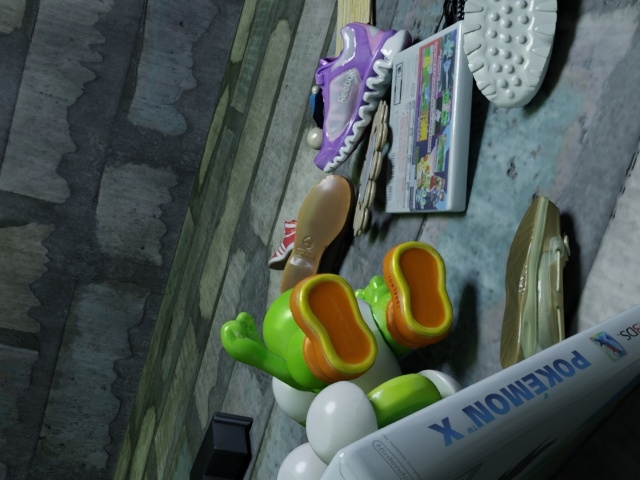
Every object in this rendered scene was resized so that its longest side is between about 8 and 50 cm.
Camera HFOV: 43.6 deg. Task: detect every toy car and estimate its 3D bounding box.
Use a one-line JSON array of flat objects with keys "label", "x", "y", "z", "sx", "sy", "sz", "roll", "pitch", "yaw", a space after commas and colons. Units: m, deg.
[{"label": "toy car", "x": 0.063, "y": 0.205, "z": 0.701, "sx": 0.136, "sy": 0.159, "sz": 0.182, "roll": 52, "pitch": 129, "yaw": 41}]

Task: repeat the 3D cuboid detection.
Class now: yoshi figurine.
[{"label": "yoshi figurine", "x": 0.005, "y": 0.099, "z": 0.900, "sx": 0.203, "sy": 0.204, "sz": 0.362, "roll": -63, "pitch": 2, "yaw": -27}]

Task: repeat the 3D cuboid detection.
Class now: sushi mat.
[{"label": "sushi mat", "x": 0.061, "y": -0.442, "z": 1.413, "sx": 0.151, "sy": 0.019, "sz": 0.316, "roll": 131, "pitch": 148, "yaw": -53}]

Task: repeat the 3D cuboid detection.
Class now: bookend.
[{"label": "bookend", "x": -0.168, "y": 0.408, "z": 1.377, "sx": 0.156, "sy": 0.072, "sz": 0.157, "roll": -110, "pitch": 38, "yaw": -59}]

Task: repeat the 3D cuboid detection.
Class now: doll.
[{"label": "doll", "x": 0.027, "y": -0.229, "z": 1.256, "sx": 0.129, "sy": 0.046, "sz": 0.188, "roll": 45, "pitch": 113, "yaw": 51}]

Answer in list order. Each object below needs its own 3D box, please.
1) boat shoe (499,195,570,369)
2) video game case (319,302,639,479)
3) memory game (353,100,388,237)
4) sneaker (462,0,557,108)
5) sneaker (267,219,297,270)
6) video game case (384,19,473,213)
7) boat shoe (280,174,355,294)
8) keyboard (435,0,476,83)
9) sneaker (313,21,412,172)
[{"label": "boat shoe", "x": 0.179, "y": 0.037, "z": 0.643, "sx": 0.056, "sy": 0.048, "sz": 0.152, "roll": 111, "pitch": 173, "yaw": -63}, {"label": "video game case", "x": 0.063, "y": 0.192, "z": 0.504, "sx": 0.036, "sy": 0.300, "sz": 0.329, "roll": 46, "pitch": 129, "yaw": 29}, {"label": "memory game", "x": 0.067, "y": -0.095, "z": 1.063, "sx": 0.186, "sy": 0.012, "sz": 0.186, "roll": -169, "pitch": 90, "yaw": -88}, {"label": "sneaker", "x": 0.188, "y": -0.241, "z": 0.772, "sx": 0.095, "sy": 0.090, "sz": 0.234, "roll": 4, "pitch": -97, "yaw": -65}, {"label": "sneaker", "x": -0.056, "y": 0.006, "z": 1.388, "sx": 0.118, "sy": 0.042, "sz": 0.067, "roll": -37, "pitch": 46, "yaw": 53}, {"label": "video game case", "x": 0.122, "y": -0.132, "z": 0.919, "sx": 0.183, "sy": 0.023, "sz": 0.201, "roll": -176, "pitch": 90, "yaw": -73}, {"label": "boat shoe", "x": 0.000, "y": 0.000, "z": 1.174, "sx": 0.073, "sy": 0.073, "sz": 0.206, "roll": -7, "pitch": -56, "yaw": -64}, {"label": "keyboard", "x": 0.162, "y": -0.260, "z": 0.924, "sx": 0.100, "sy": 0.038, "sz": 0.191, "roll": 137, "pitch": 144, "yaw": -61}, {"label": "sneaker", "x": 0.036, "y": -0.208, "z": 1.131, "sx": 0.236, "sy": 0.105, "sz": 0.095, "roll": -64, "pitch": -3, "yaw": 31}]
